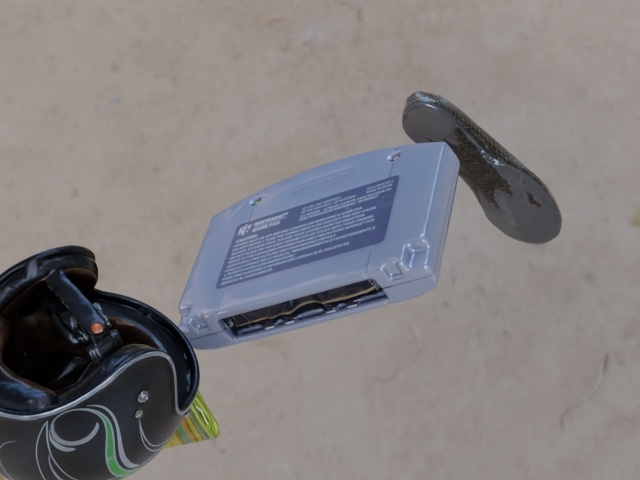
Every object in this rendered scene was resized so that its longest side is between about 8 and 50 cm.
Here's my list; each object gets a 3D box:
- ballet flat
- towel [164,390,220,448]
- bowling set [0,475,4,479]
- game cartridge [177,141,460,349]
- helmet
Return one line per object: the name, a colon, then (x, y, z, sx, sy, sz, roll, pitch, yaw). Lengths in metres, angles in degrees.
ballet flat: (0.191, -0.089, 1.555, 0.250, 0.084, 0.058, 39, 32, -18)
towel: (-0.199, 0.183, 1.417, 0.021, 0.102, 0.237, -34, 8, -40)
bowling set: (-0.272, 0.273, 1.492, 0.287, 0.154, 0.200, 42, 47, -12)
game cartridge: (0.000, 0.000, 1.339, 0.294, 0.060, 0.196, -16, 42, 30)
helmet: (-0.174, 0.100, 0.953, 0.169, 0.161, 0.169, -3, 59, 6)
